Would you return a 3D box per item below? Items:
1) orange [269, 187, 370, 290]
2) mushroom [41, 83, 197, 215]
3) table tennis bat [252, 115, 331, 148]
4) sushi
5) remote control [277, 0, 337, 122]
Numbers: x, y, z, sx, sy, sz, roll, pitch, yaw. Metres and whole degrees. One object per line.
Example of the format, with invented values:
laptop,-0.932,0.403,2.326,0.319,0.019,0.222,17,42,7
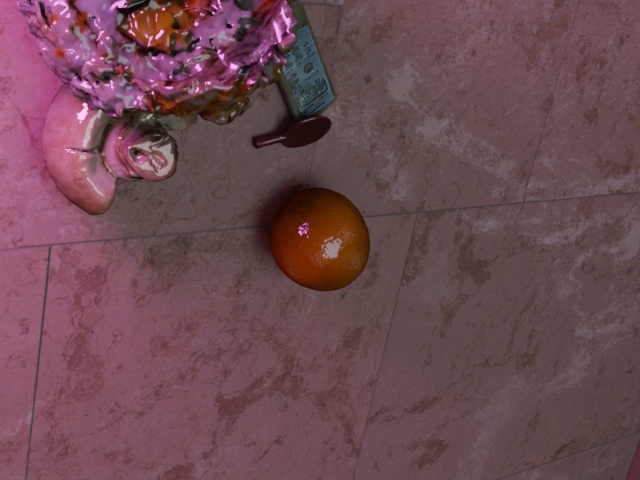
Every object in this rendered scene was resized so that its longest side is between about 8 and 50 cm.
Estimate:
orange,0.000,0.000,1.972,0.206,0.206,0.206,-20,126,-31
mushroom,-0.321,-0.173,1.599,0.254,0.195,0.189,-50,125,-9
table tennis bat,-0.051,-0.195,1.916,0.154,0.019,0.098,-15,158,-20
sushi,-0.230,-0.363,1.477,0.417,0.176,0.418,1,87,-20
remote control,-0.042,-0.320,1.863,0.098,0.038,0.234,-38,134,-16
